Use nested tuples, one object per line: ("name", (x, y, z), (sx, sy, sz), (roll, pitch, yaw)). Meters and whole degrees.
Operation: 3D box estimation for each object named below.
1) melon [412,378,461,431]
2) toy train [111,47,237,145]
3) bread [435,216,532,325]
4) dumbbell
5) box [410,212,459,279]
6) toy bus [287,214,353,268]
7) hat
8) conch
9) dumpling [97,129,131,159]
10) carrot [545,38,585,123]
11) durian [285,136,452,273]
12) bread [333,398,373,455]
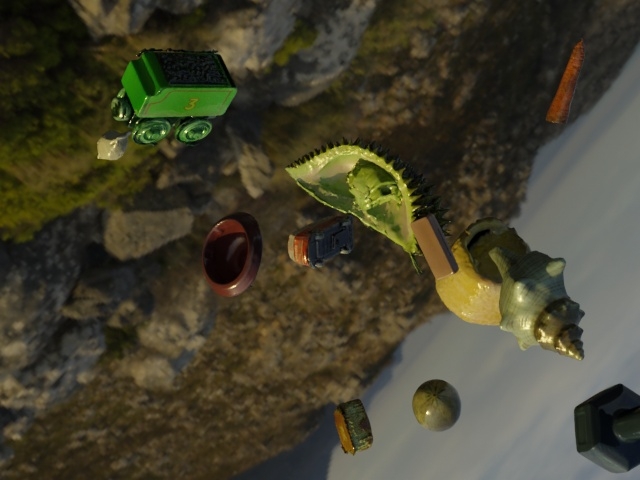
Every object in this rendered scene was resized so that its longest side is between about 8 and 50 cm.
("melon", (0.226, 0.321, 1.731), (0.098, 0.098, 0.130), (-49, 149, -11))
("toy train", (-0.305, -0.298, 1.844), (0.243, 0.132, 0.188), (-8, 150, -37))
("bread", (0.320, 0.065, 1.687), (0.197, 0.197, 0.170), (-44, 164, -38))
("dumbbell", (0.561, 0.303, 1.496), (0.160, 0.144, 0.325), (-26, 170, -19))
("box", (0.202, 0.011, 1.566), (0.025, 0.115, 0.048), (-26, -179, -44))
("toy bus", (0.000, 0.000, 1.822), (0.174, 0.077, 0.079), (-25, 120, -52))
("hat", (-0.197, 0.033, 2.104), (0.089, 0.205, 0.205), (15, 118, -50))
("conch", (0.315, 0.085, 1.316), (0.114, 0.234, 0.137), (-14, 152, -35))
("dumpling", (-0.361, -0.169, 1.570), (0.057, 0.052, 0.076), (-25, 146, -40))
("carrot", (0.652, -0.417, 2.325), (0.057, 0.057, 0.224), (-28, 136, -68))
("durian", (0.119, -0.094, 1.766), (0.169, 0.355, 0.157), (-54, 159, 2))
("bread", (0.085, 0.496, 2.353), (0.069, 0.140, 0.128), (-14, 167, -18))
